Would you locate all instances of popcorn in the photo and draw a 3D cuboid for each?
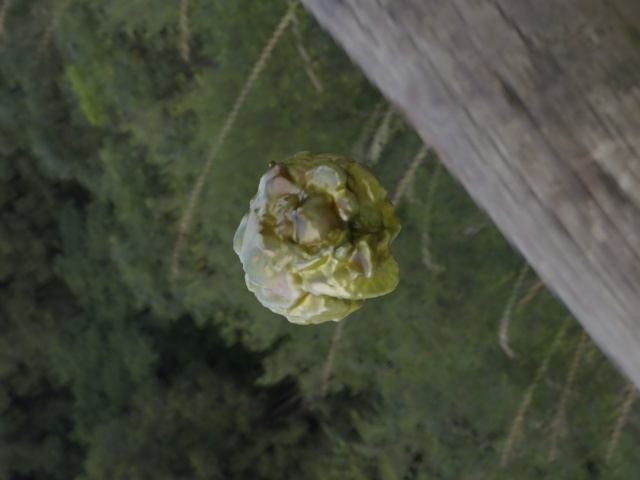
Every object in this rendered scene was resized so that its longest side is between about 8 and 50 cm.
[{"bbox_3d":[0.001,0.001,1.581,0.187,0.167,0.186,-55,27,36],"label":"popcorn"}]
